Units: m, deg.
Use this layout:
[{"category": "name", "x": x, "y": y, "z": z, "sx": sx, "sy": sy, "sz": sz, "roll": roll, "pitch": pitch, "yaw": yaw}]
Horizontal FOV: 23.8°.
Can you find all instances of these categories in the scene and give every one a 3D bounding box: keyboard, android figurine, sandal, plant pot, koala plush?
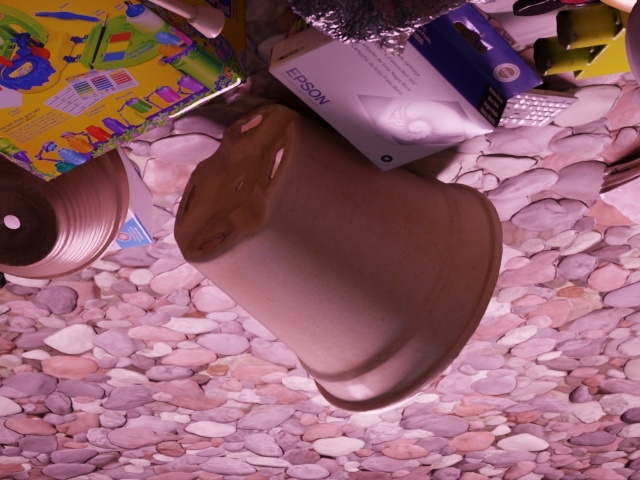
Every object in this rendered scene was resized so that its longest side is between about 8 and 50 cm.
[{"category": "keyboard", "x": 0.194, "y": -0.163, "z": 1.817, "sx": 0.256, "sy": 0.014, "sz": 0.072, "roll": 2, "pitch": 148, "yaw": -34}, {"category": "android figurine", "x": 0.377, "y": -0.237, "z": 1.657, "sx": 0.273, "sy": 0.056, "sz": 0.248, "roll": -12, "pitch": 169, "yaw": -10}, {"category": "sandal", "x": 0.268, "y": -0.250, "z": 1.527, "sx": 0.067, "sy": 0.040, "sz": 0.179, "roll": -3, "pitch": 167, "yaw": -37}, {"category": "plant pot", "x": -0.356, "y": -0.045, "z": 1.820, "sx": 0.237, "sy": 0.110, "sz": 0.237, "roll": 2, "pitch": 116, "yaw": 4}, {"category": "koala plush", "x": 0.051, "y": -0.271, "z": 1.464, "sx": 0.203, "sy": 0.196, "sz": 0.221, "roll": -33, "pitch": -176, "yaw": -3}, {"category": "plant pot", "x": 0.000, "y": 0.000, "z": 1.876, "sx": 0.305, "sy": 0.334, "sz": 0.334, "roll": 34, "pitch": 134, "yaw": -29}]

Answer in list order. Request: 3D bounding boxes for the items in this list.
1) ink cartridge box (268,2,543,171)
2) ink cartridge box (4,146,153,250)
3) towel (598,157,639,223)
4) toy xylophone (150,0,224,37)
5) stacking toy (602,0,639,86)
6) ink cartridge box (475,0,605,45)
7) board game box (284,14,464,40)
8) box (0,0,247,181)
[{"category": "ink cartridge box", "x": 0.096, "y": -0.180, "z": 1.677, "sx": 0.224, "sy": 0.045, "sz": 0.223, "roll": -22, "pitch": 137, "yaw": 33}, {"category": "ink cartridge box", "x": -0.327, "y": -0.045, "z": 1.954, "sx": 0.191, "sy": 0.082, "sz": 0.139, "roll": -11, "pitch": 148, "yaw": 10}, {"category": "towel", "x": 0.585, "y": -0.075, "z": 2.016, "sx": 0.317, "sy": 0.053, "sz": 0.332, "roll": -26, "pitch": 142, "yaw": 34}, {"category": "toy xylophone", "x": -0.145, "y": -0.329, "z": 1.368, "sx": 0.323, "sy": 0.236, "sz": 0.081, "roll": 26, "pitch": 177, "yaw": -41}, {"category": "stacking toy", "x": 0.270, "y": -0.302, "z": 1.196, "sx": 0.351, "sy": 0.480, "sz": 0.350, "roll": -2, "pitch": 148, "yaw": -1}, {"category": "ink cartridge box", "x": 0.314, "y": -0.300, "z": 1.606, "sx": 0.296, "sy": 0.066, "sz": 0.261, "roll": -14, "pitch": 170, "yaw": 18}, {"category": "board game box", "x": 0.059, "y": -0.234, "z": 1.708, "sx": 0.170, "sy": 0.048, "sz": 0.141, "roll": 9, "pitch": 145, "yaw": -19}, {"category": "box", "x": -0.273, "y": -0.237, "z": 1.546, "sx": 0.290, "sy": 0.177, "sz": 0.279, "roll": -22, "pitch": 144, "yaw": 30}]
